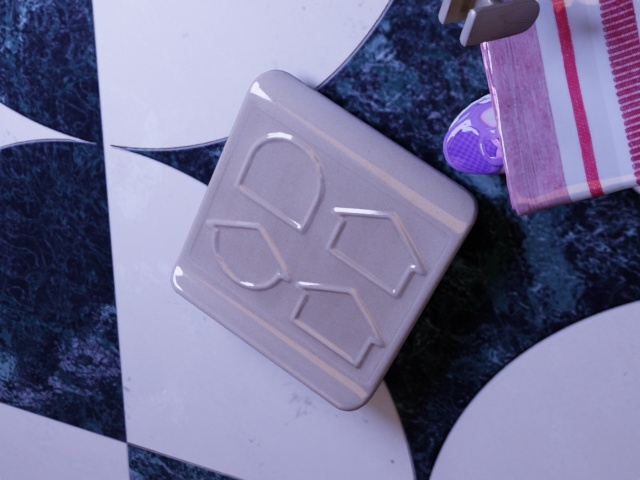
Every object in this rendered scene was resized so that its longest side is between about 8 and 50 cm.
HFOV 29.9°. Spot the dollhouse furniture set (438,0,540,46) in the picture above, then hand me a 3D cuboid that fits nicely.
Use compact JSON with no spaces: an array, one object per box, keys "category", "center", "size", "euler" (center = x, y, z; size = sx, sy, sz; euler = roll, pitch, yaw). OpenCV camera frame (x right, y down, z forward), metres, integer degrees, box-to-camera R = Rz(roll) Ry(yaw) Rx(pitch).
[{"category":"dollhouse furniture set","center":[0.178,-0.360,1.208],"size":[0.212,0.161,0.242],"euler":[53,146,31]}]

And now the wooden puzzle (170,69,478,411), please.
[{"category":"wooden puzzle","center":[0.000,0.000,1.526],"size":[0.322,0.080,0.348],"euler":[34,120,11]}]

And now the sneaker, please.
[{"category":"sneaker","center":[0.235,-0.115,1.318],"size":[0.236,0.104,0.095],"euler":[-7,110,33]}]

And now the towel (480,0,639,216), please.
[{"category":"towel","center":[0.325,-0.177,1.198],"size":[0.329,0.037,0.237],"euler":[-15,78,26]}]
